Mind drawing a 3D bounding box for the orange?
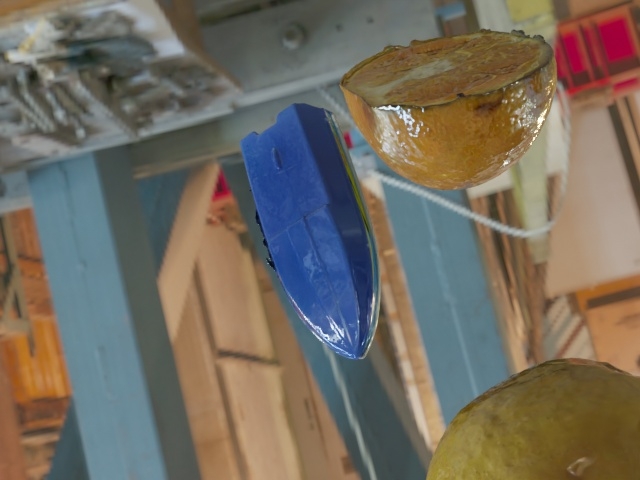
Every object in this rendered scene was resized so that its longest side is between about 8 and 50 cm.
[{"bbox_3d":[0.166,-0.189,1.501,0.274,0.274,0.310,-12,168,-14],"label":"orange"}]

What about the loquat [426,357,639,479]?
[{"bbox_3d":[0.172,0.179,0.752,0.208,0.208,0.208,-14,170,-2],"label":"loquat"}]

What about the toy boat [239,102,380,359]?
[{"bbox_3d":[0.000,0.000,1.293,0.129,0.295,0.088,-32,150,27],"label":"toy boat"}]
